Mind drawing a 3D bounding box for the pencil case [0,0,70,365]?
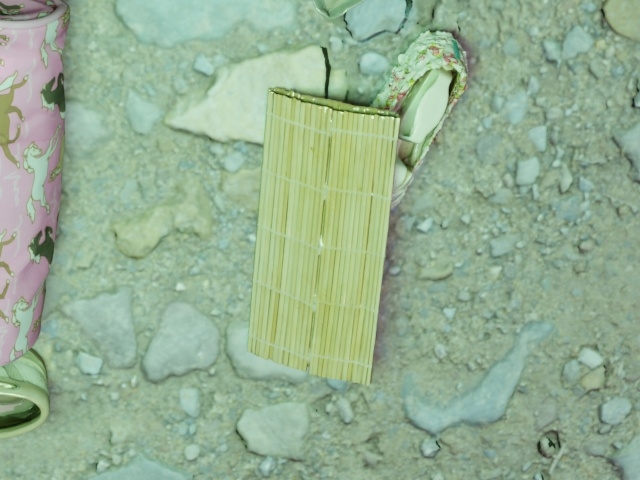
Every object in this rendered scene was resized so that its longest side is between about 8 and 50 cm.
[{"bbox_3d":[-0.338,-0.066,1.564,0.160,0.167,0.386,18,115,16],"label":"pencil case"}]

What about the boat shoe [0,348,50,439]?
[{"bbox_3d":[-0.433,0.176,1.691,0.302,0.098,0.109,-6,117,-12],"label":"boat shoe"}]

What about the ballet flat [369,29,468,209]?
[{"bbox_3d":[0.080,-0.106,1.694,0.091,0.077,0.241,17,111,-22],"label":"ballet flat"}]

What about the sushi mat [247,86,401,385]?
[{"bbox_3d":[0.000,0.000,1.716,0.151,0.019,0.317,15,117,18],"label":"sushi mat"}]

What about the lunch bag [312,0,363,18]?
[{"bbox_3d":[-0.005,-0.376,1.445,0.169,0.235,0.287,-23,119,-3],"label":"lunch bag"}]
